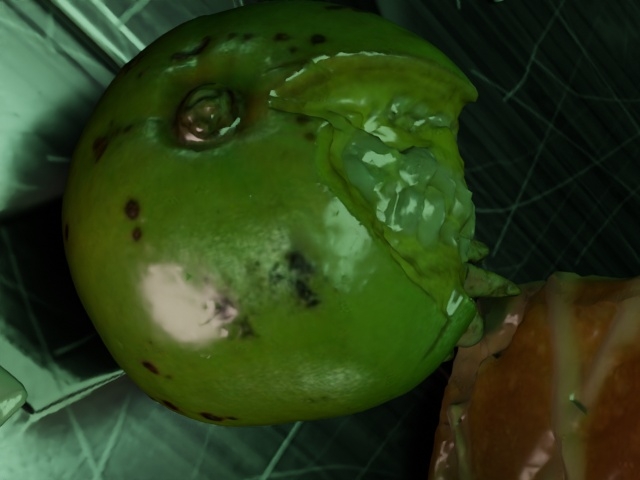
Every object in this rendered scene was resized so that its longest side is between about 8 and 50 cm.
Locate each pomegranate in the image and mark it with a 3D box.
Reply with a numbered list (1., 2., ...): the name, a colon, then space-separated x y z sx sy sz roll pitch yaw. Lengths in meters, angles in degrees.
1. pomegranate: 0.000 0.000 0.552 0.302 0.236 0.236 33 69 -53

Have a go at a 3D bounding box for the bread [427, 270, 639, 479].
1. bread: 0.251 0.209 0.588 0.279 0.371 0.390 20 81 -33

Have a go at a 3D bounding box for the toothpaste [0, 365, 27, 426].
1. toothpaste: -0.241 0.025 0.495 0.064 0.041 0.218 -47 114 -31
